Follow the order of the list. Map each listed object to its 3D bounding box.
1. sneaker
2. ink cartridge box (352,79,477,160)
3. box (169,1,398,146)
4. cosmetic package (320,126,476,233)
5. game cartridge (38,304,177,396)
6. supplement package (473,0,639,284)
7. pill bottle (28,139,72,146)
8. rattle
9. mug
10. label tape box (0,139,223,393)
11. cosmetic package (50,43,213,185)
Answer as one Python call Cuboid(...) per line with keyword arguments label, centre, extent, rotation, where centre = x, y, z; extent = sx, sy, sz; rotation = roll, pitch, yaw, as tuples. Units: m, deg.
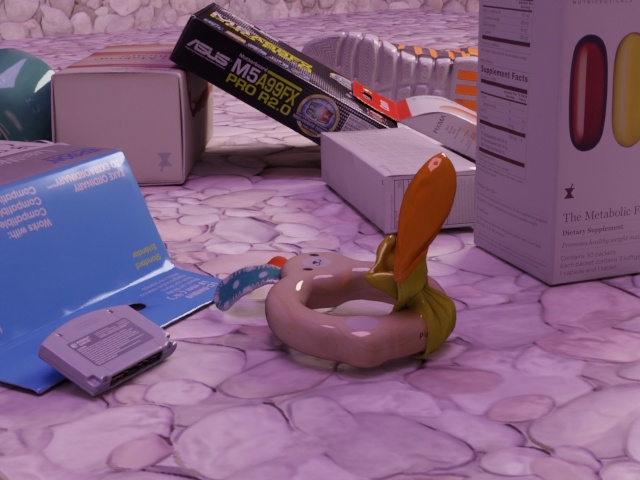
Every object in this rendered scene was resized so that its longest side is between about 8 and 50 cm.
Cuboid(label="sneaker", centre=(0.136, -0.240, 1.655), extent=(0.321, 0.125, 0.180), rotation=(14, 15, 13))
Cuboid(label="ink cartridge box", centre=(0.127, -0.162, 1.347), extent=(0.179, 0.045, 0.145), rotation=(28, 14, -6))
Cuboid(label="box", centre=(-0.037, -0.188, 1.321), extent=(0.270, 0.060, 0.216), rotation=(29, 15, -6))
Cuboid(label="cosmetic package", centre=(0.075, -0.065, 1.109), extent=(0.098, 0.061, 0.239), rotation=(-3, 16, -13))
Cuboid(label="game cartridge", centre=(-0.138, 0.068, 0.708), extent=(0.056, 0.017, 0.083), rotation=(34, 29, 19))
Cuboid(label="supplement package", centre=(0.216, -0.104, 0.905), extent=(0.139, 0.244, 0.134), rotation=(-7, 17, -19))
Cuboid(label="pill bottle", centre=(-0.296, -0.066, 1.127), extent=(0.067, 0.067, 0.120), rotation=(5, 17, 21))
Cuboid(label="rattle", centre=(0.000, 0.000, 0.762), extent=(0.130, 0.143, 0.199), rotation=(-29, 33, -22))
Cuboid(label="mug", centre=(-0.383, -0.147, 1.306), extent=(0.157, 0.129, 0.097), rotation=(-3, 38, 29))
Cuboid(label="label tape box", centre=(-0.262, -0.003, 0.836), extent=(0.333, 0.106, 0.240), rotation=(7, 19, 28))
Cuboid(label="cosmetic package", centre=(-0.219, -0.161, 1.344), extent=(0.153, 0.129, 0.296), rotation=(0, 16, 0))
